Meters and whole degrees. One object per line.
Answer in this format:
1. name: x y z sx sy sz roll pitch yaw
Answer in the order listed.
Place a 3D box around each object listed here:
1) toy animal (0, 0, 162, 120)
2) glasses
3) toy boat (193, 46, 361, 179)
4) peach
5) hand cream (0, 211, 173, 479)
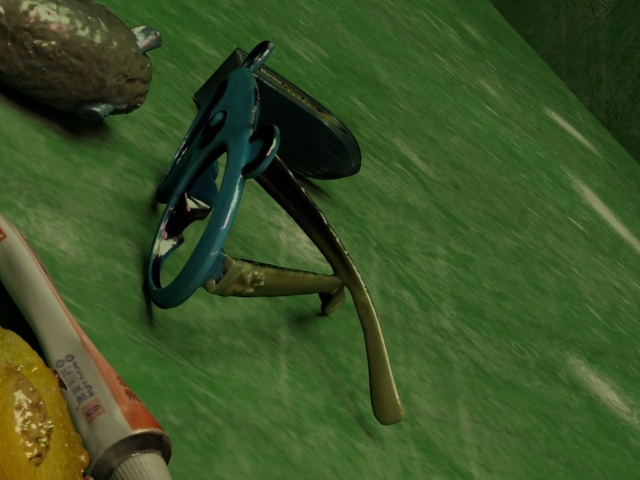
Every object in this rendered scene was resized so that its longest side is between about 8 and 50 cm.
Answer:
1. toy animal: -0.179 -0.117 0.910 0.079 0.070 0.253 18 3 32
2. glasses: -0.034 0.014 0.935 0.239 0.102 0.207 -95 163 -68
3. toy boat: -0.023 -0.086 1.206 0.141 0.055 0.060 33 25 -26
4. peach: -0.123 0.075 0.574 0.098 0.061 0.098 61 11 -21
5. hand cream: -0.112 0.048 0.715 0.038 0.052 0.216 -17 47 -21
